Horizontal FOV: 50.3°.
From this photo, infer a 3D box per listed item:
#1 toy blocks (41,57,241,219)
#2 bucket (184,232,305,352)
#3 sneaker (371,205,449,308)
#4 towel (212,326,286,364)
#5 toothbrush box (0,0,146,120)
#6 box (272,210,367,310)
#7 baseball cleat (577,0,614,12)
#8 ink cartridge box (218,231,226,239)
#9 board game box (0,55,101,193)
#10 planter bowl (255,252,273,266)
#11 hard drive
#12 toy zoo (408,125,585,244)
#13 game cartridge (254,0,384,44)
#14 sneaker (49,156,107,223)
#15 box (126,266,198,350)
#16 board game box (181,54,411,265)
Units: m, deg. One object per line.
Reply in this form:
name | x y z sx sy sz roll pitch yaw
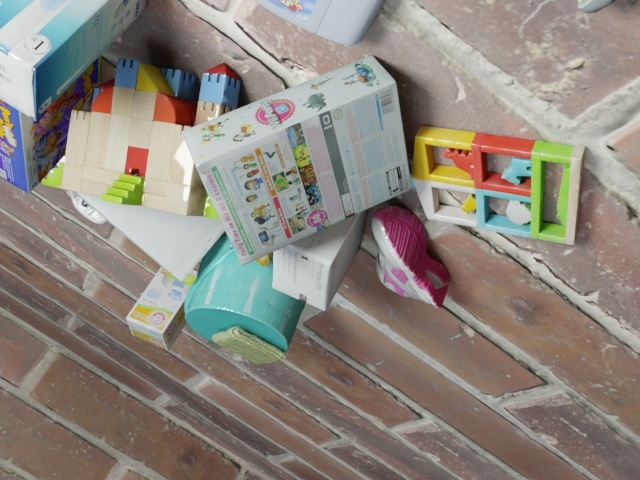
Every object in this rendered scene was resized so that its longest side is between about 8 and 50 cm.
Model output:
toy blocks | -0.300 -0.194 1.195 0.381 0.261 0.190 12 -175 26
bucket | -0.164 0.129 1.538 0.281 0.183 0.281 13 150 8
sneaker | 0.147 0.038 1.286 0.111 0.103 0.252 -1 136 37
towel | -0.156 0.233 1.497 0.148 0.027 0.110 31 149 -25
toothbrush box | -0.416 -0.358 0.996 0.216 0.295 0.126 33 147 -5
box | 0.000 0.000 1.274 0.119 0.182 0.181 23 147 12
baseball cleat | 0.361 -0.289 0.696 0.109 0.072 0.206 28 152 -10
ink cartridge box | -0.291 -0.079 1.517 0.207 0.046 0.097 36 147 -11
board game box | -0.499 -0.270 1.241 0.078 0.233 0.347 31 148 -2
planter bowl | -0.132 -0.062 1.347 0.217 0.090 0.217 47 161 22
hard drive | -0.334 -0.091 1.391 0.307 0.203 0.040 45 163 -24
toy zoo | 0.260 -0.090 1.087 0.293 0.030 0.192 13 144 25
game cartridge | -0.043 -0.388 0.891 0.297 0.062 0.198 32 144 -4
sneaker | -0.556 -0.129 1.599 0.217 0.079 0.121 50 176 -3
box | -0.405 0.170 1.805 0.114 0.203 0.103 21 147 12
board game box | -0.025 -0.118 1.038 0.224 0.303 0.097 73 170 -47
